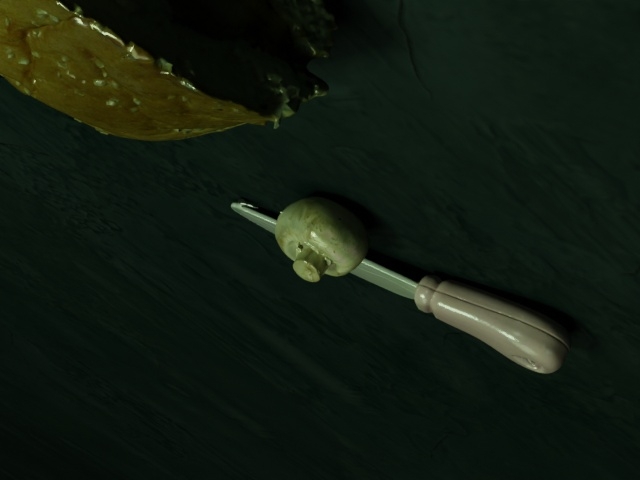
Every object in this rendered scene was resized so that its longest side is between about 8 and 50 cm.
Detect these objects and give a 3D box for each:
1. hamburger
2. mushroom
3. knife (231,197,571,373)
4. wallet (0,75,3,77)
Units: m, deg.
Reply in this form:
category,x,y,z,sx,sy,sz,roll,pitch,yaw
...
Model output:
category,x,y,z,sx,sy,sz,roll,pitch,yaw
hamburger,-0.154,-0.164,1.198,0.309,0.132,0.211,32,157,-20
mushroom,0.000,0.000,1.505,0.083,0.067,0.083,23,153,13
knife,0.070,0.034,1.573,0.336,0.043,0.081,25,168,21
wallet,-0.374,-0.233,1.414,0.169,0.044,0.317,21,158,21
